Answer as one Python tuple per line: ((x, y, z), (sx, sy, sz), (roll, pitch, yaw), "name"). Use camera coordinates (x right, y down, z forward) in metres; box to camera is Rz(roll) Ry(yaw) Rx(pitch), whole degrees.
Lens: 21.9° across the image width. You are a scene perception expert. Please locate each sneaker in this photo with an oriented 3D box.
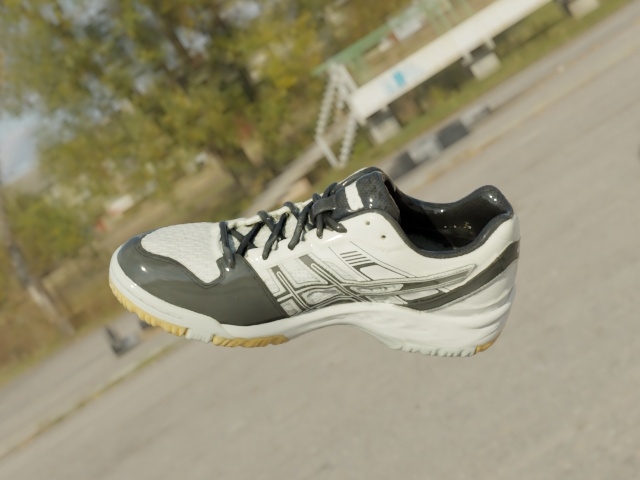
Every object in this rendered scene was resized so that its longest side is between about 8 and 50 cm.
((0.000, 0.000, 0.332), (0.083, 0.037, 0.032), (2, 37, -14), "sneaker")
